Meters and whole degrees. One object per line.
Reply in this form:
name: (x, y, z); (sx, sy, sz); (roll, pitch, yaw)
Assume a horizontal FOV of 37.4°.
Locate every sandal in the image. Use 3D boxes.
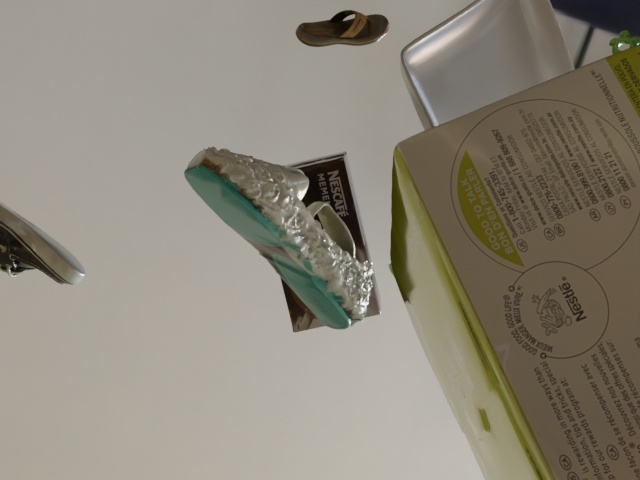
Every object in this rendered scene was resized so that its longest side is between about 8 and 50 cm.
sandal: (0.043, -0.381, 1.672); (0.180, 0.049, 0.072); (-9, -131, -21)

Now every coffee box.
coffee box: (0.270, 0.060, 0.790); (0.334, 0.338, 0.337); (-23, 163, -3)
coffee box: (0.000, 0.000, 1.746); (0.168, 0.297, 0.119); (-12, -170, 6)

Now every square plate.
square plate: (0.244, -0.146, 1.229); (0.049, 0.347, 0.344); (-6, -154, 45)

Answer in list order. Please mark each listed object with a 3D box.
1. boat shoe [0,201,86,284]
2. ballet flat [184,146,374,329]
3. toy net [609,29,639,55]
boat shoe: (-0.394, 0.011, 1.238); (0.219, 0.070, 0.078); (32, 175, 29)
ballet flat: (-0.047, -0.025, 1.410); (0.147, 0.147, 0.409); (27, 162, 50)
toy net: (0.383, -0.160, 1.161); (0.122, 0.232, 0.045); (14, 167, 27)
